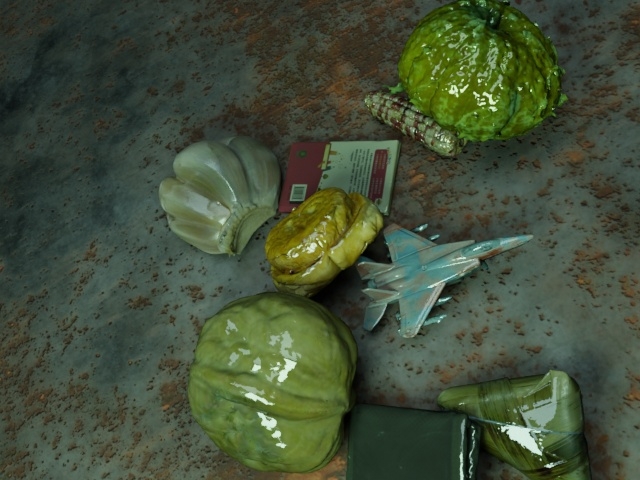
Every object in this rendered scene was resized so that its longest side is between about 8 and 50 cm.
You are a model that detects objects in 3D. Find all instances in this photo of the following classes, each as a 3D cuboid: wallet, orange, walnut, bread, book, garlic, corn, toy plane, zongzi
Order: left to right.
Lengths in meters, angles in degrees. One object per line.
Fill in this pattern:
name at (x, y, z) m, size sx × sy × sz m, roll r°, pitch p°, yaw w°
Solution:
garlic at (-0.204, -0.099, 1.609) m, size 0.292 × 0.210 × 0.237 m, roll 44°, pitch 121°, yaw 33°
walnut at (-0.076, 0.231, 1.306) m, size 0.277 × 0.253 × 0.282 m, roll 16°, pitch 69°, yaw 27°
bread at (0.000, -0.001, 1.450) m, size 0.236 × 0.120 × 0.198 m, roll -41°, pitch 19°, yaw -2°
book at (0.037, -0.127, 1.588) m, size 0.232 × 0.022 × 0.162 m, roll 2°, pitch 67°, yaw 21°
wallet at (0.137, 0.343, 1.245) m, size 0.245 × 0.052 × 0.168 m, roll -4°, pitch 77°, yaw 45°
corn at (0.185, -0.236, 1.564) m, size 0.237 × 0.079 × 0.079 m, roll 32°, pitch 78°, yaw 35°
toy plane at (0.212, 0.048, 1.379) m, size 0.326 × 0.104 × 0.223 m, roll -16°, pitch 60°, yaw 16°
orange at (0.294, -0.312, 1.438) m, size 0.300 × 0.223 × 0.301 m, roll -20°, pitch 55°, yaw -29°
zongzi at (0.298, 0.329, 1.211) m, size 0.221 × 0.112 × 0.242 m, roll -13°, pitch 73°, yaw 27°
